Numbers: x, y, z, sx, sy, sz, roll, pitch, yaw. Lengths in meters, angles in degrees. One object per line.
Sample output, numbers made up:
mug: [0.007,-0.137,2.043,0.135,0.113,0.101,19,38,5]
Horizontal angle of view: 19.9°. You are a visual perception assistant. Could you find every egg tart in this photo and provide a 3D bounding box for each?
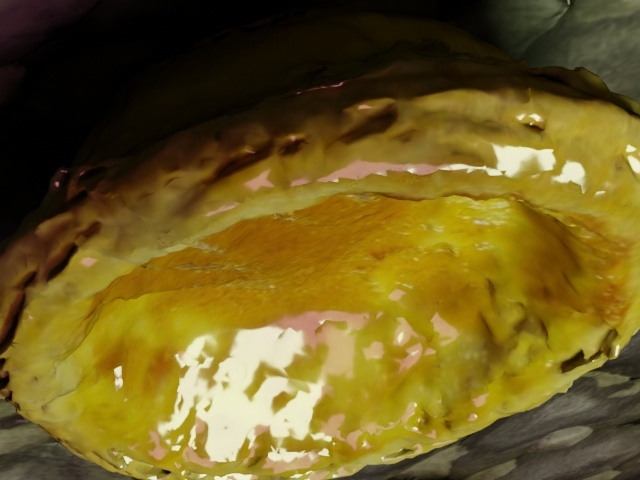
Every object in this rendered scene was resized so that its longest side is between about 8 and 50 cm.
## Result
egg tart: [0.000,0.000,0.952,0.388,0.169,0.388,-12,153,-6]
